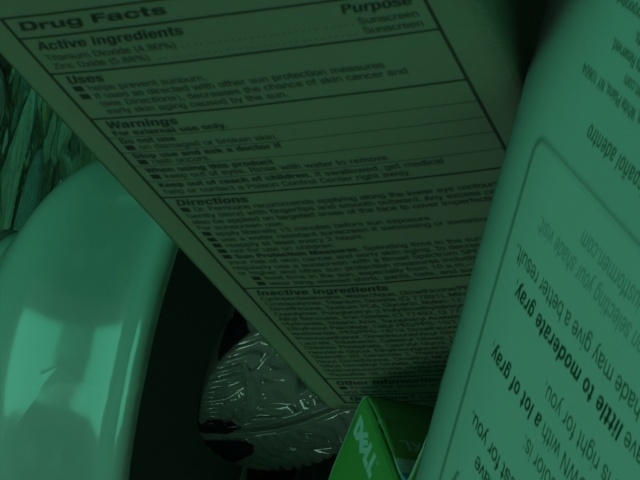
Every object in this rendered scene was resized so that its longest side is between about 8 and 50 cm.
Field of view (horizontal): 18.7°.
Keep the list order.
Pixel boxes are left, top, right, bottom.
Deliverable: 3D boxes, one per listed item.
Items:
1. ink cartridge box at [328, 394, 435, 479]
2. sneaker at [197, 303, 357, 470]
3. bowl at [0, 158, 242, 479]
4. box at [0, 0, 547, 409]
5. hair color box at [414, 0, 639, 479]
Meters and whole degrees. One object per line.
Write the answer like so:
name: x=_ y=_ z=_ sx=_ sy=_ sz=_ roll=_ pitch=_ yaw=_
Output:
ink cartridge box: x=0.055 y=0.121 z=0.731 sx=0.062 sy=0.109 sz=0.209 roll=-112 pitch=38 yaw=-58
sneaker: x=0.000 y=0.000 z=1.013 sx=0.153 sy=0.094 sz=0.235 roll=-84 pitch=6 yaw=-50
bowl: x=-0.123 y=0.075 z=1.060 sx=0.298 sy=0.134 sz=0.297 roll=10 pitch=-90 yaw=-81
box: x=0.019 y=-0.057 z=0.630 sx=0.311 sy=0.148 sz=0.121 roll=55 pitch=-144 yaw=-58
hair color box: x=0.095 y=0.122 z=0.498 sx=0.185 sy=0.114 sz=0.374 roll=-120 pitch=41 yaw=-63
